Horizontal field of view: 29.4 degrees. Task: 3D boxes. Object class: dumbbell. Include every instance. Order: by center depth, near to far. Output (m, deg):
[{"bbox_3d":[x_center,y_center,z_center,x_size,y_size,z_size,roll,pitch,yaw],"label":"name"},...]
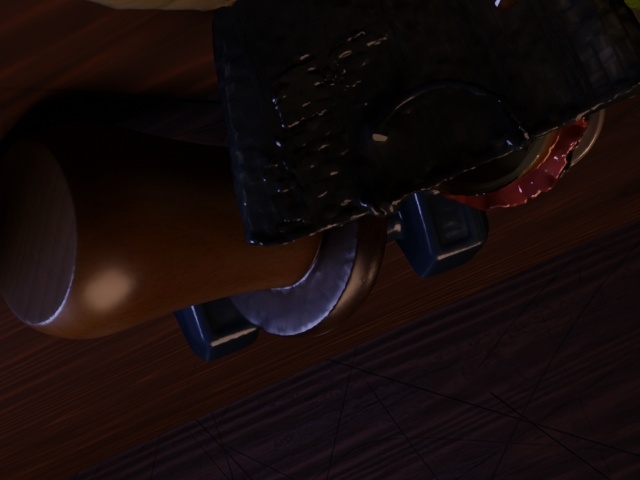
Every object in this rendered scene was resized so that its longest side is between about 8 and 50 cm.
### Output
[{"bbox_3d":[0.000,0.000,1.211,0.325,0.144,0.160,-21,166,-11],"label":"dumbbell"}]

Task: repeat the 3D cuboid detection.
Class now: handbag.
[{"bbox_3d":[0.053,-0.113,0.738,0.270,0.175,0.089,-23,170,9],"label":"handbag"}]

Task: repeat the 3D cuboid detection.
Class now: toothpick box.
[{"bbox_3d":[-0.086,-0.012,0.916,0.294,0.192,0.192,-5,159,-41],"label":"toothpick box"}]

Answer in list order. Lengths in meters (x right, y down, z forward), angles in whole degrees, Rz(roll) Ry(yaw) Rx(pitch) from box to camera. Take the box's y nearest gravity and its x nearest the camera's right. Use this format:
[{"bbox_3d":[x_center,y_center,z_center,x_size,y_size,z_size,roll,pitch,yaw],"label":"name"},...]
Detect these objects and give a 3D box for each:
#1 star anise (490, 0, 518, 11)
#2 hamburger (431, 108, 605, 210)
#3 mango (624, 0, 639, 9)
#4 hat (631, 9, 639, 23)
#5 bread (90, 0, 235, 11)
[{"bbox_3d":[0.126,-0.199,0.377,0.109,0.292,0.349,10,180,30],"label":"star anise"},{"bbox_3d":[0.142,-0.111,0.956,0.175,0.175,0.137,-31,172,34],"label":"hamburger"},{"bbox_3d":[0.245,-0.213,0.845,0.119,0.100,0.178,-20,177,-27],"label":"mango"},{"bbox_3d":[0.360,-0.193,0.962,0.214,0.149,0.245,-16,-155,-26],"label":"hat"},{"bbox_3d":[-0.024,-0.182,0.468,0.210,0.109,0.192,-30,172,30],"label":"bread"}]
